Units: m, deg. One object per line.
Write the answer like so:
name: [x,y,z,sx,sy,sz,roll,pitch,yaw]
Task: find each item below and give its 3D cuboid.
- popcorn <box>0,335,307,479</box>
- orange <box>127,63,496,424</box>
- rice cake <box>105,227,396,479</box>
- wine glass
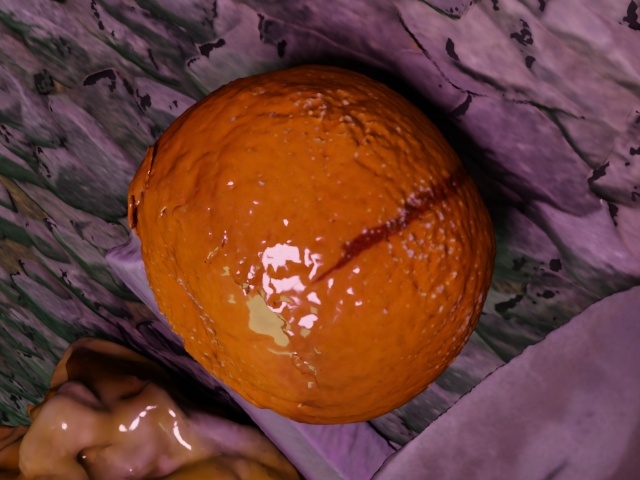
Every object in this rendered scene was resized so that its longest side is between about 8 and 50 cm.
popcorn: [-0.158,0.294,1.449,0.344,0.390,0.354,33,130,-26]
orange: [0.000,0.000,0.895,0.193,0.161,0.193,45,162,20]
rice cake: [-0.030,0.106,1.277,0.072,0.056,0.365,1,137,54]
wine glass: [0.217,0.234,0.810,0.406,0.267,0.267,52,155,-14]
